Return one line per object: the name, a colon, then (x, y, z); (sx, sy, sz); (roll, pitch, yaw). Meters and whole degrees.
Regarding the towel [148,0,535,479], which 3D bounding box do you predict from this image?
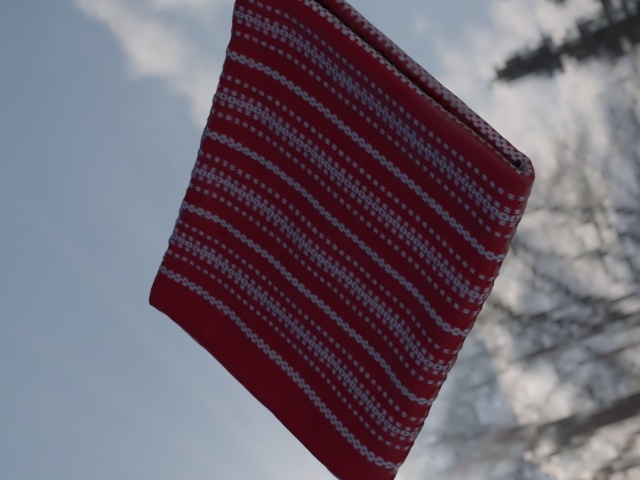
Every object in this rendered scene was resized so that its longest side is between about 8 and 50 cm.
towel: (0.000, 0.000, 1.062); (0.199, 0.275, 0.031); (42, -131, 20)
